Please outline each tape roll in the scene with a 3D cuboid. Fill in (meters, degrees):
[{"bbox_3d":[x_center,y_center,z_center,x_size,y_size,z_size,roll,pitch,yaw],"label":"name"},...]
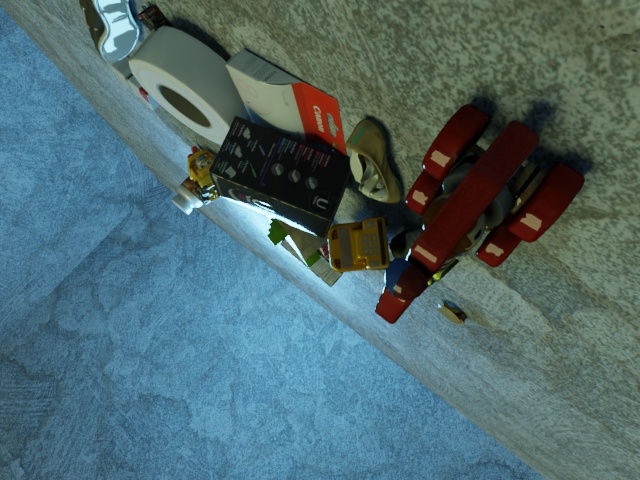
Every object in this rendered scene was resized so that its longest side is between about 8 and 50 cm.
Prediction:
[{"bbox_3d":[-0.285,-0.342,1.061,0.286,0.100,0.286,32,170,6],"label":"tape roll"}]

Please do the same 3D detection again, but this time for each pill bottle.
[{"bbox_3d":[-0.512,-0.216,1.930,0.121,0.216,0.121,37,167,11],"label":"pill bottle"}]

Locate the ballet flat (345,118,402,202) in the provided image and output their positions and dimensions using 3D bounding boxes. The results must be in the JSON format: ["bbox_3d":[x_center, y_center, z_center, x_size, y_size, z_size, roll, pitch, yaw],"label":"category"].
[{"bbox_3d":[0.092,-0.124,0.855,0.080,0.073,0.232,32,165,34],"label":"ballet flat"}]

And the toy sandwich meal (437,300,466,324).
[{"bbox_3d":[0.360,0.197,1.271,0.085,0.029,0.085,42,170,9],"label":"toy sandwich meal"}]

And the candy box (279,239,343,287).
[{"bbox_3d":[-0.021,0.052,1.645,0.233,0.071,0.159,41,-169,0],"label":"candy box"}]

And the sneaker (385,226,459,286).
[{"bbox_3d":[0.207,0.037,1.051,0.121,0.111,0.300,56,166,4],"label":"sneaker"}]

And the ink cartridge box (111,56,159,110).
[{"bbox_3d":[-0.590,-0.513,1.509,0.150,0.063,0.109,41,167,-1],"label":"ink cartridge box"}]

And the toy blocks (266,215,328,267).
[{"bbox_3d":[-0.124,-0.119,1.332,0.261,0.190,0.381,46,171,35],"label":"toy blocks"}]

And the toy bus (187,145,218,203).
[{"bbox_3d":[-0.435,-0.270,1.759,0.211,0.149,0.220,56,165,3],"label":"toy bus"}]

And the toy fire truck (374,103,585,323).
[{"bbox_3d":[0.171,-0.009,0.611,0.169,0.254,0.302,37,167,12],"label":"toy fire truck"}]

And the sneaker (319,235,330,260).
[{"bbox_3d":[0.000,0.000,1.561,0.170,0.063,0.075,45,173,-28],"label":"sneaker"}]

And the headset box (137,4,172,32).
[{"bbox_3d":[-0.369,-0.487,1.041,0.062,0.032,0.083,23,157,51],"label":"headset box"}]

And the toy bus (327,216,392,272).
[{"bbox_3d":[0.085,0.015,1.073,0.130,0.108,0.333,-5,178,2],"label":"toy bus"}]

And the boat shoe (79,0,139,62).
[{"bbox_3d":[-0.506,-0.547,1.102,0.096,0.112,0.335,59,160,-3],"label":"boat shoe"}]

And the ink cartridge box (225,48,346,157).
[{"bbox_3d":[-0.063,-0.252,0.917,0.232,0.066,0.189,39,168,22],"label":"ink cartridge box"}]

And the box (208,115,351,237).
[{"bbox_3d":[-0.083,-0.131,1.014,0.270,0.143,0.165,21,167,1],"label":"box"}]
